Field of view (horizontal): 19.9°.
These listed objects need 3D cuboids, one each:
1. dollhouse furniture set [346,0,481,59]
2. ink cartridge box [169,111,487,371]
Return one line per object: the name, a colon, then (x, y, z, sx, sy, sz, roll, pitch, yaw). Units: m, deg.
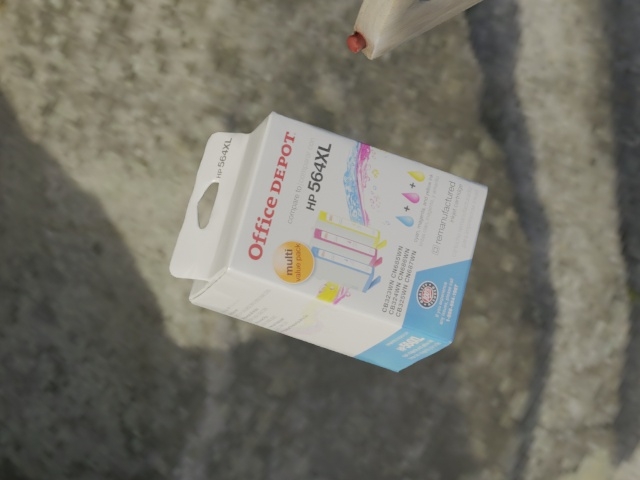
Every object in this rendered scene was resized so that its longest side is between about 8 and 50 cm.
dollhouse furniture set: (0.043, -0.177, 0.565, 0.129, 0.129, 0.184, -32, 163, -30)
ink cartridge box: (0.000, 0.000, 0.969, 0.143, 0.090, 0.092, 18, 73, -13)
